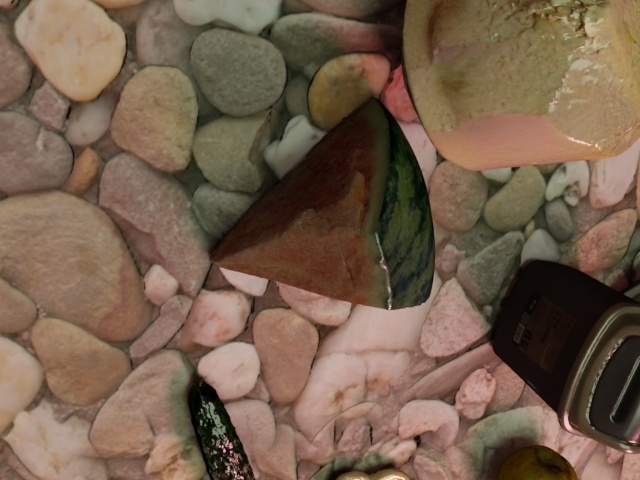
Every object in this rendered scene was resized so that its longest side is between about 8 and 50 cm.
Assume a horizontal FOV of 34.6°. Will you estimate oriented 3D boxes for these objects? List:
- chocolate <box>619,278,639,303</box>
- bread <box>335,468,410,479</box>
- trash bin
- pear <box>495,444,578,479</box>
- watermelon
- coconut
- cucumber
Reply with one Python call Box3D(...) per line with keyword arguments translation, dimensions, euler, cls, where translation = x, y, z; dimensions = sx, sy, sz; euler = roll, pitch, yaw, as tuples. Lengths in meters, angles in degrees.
Box3D(translation=(0.561, 0.160, 1.644), dimensions=(0.221, 0.147, 0.221), euler=(0, 122, 1), cls="chocolate")
Box3D(translation=(0.087, 0.447, 1.628), dimensions=(0.182, 0.039, 0.251), euler=(-46, 123, -2), cls="bread")
Box3D(translation=(0.399, 0.163, 1.510), dimensions=(0.182, 0.290, 0.209), euler=(12, 106, -29), cls="trash bin")
Box3D(translation=(0.356, 0.416, 1.681), dimensions=(0.149, 0.149, 0.162), euler=(-13, 123, -21), cls="pear")
Box3D(translation=(0.040, 0.017, 1.341), dimensions=(0.292, 0.283, 0.250), euler=(-35, 110, 22), cls="watermelon")
Box3D(translation=(0.243, -0.234, 1.269), dimensions=(0.297, 0.309, 0.297), euler=(12, 75, -55), cls="coconut")
Box3D(translation=(-0.132, 0.318, 1.454), dimensions=(0.067, 0.067, 0.293), euler=(-23, 119, -16), cls="cucumber")
